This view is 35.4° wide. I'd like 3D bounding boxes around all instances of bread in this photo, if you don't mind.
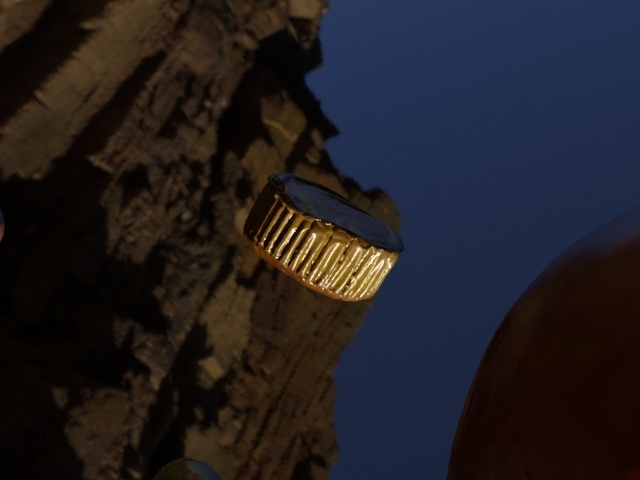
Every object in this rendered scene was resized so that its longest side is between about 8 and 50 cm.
[{"bbox_3d":[0.000,0.000,1.279,0.104,0.199,0.199,-60,-142,14],"label":"bread"}]

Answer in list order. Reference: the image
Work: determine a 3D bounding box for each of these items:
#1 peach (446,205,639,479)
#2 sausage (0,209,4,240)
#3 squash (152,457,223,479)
[{"bbox_3d":[0.220,0.152,0.495,0.370,0.370,0.370,-16,-139,14],"label":"peach"},{"bbox_3d":[-0.342,-0.013,0.992,0.059,0.054,0.094,-22,-155,-10],"label":"sausage"},{"bbox_3d":[-0.153,0.336,1.195,0.123,0.123,0.187,-25,-145,3],"label":"squash"}]
